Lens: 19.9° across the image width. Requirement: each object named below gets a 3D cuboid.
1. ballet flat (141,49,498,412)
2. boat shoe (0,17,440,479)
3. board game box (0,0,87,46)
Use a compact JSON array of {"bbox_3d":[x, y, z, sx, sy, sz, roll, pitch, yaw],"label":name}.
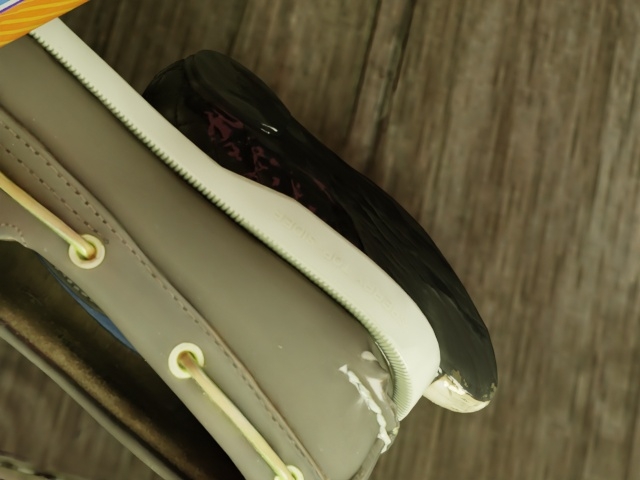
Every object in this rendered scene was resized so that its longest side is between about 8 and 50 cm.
[{"bbox_3d":[0.000,0.000,0.683,0.173,0.049,0.057,46,31,2],"label":"ballet flat"},{"bbox_3d":[-0.104,-0.010,0.617,0.305,0.109,0.091,35,60,-3],"label":"boat shoe"},{"bbox_3d":[-0.252,-0.188,0.401,0.356,0.356,0.356,-18,86,-65],"label":"board game box"}]
